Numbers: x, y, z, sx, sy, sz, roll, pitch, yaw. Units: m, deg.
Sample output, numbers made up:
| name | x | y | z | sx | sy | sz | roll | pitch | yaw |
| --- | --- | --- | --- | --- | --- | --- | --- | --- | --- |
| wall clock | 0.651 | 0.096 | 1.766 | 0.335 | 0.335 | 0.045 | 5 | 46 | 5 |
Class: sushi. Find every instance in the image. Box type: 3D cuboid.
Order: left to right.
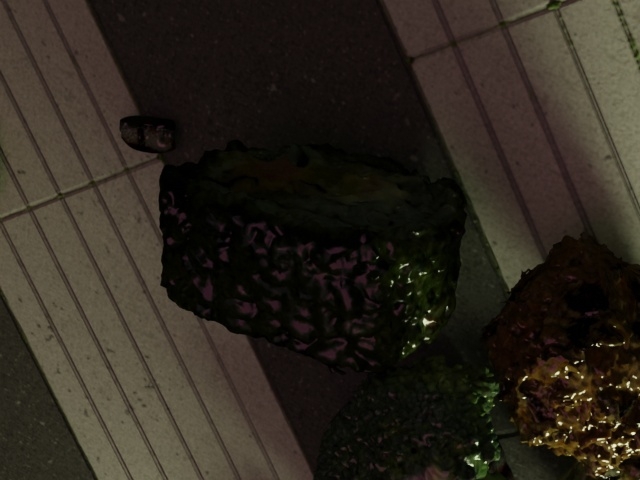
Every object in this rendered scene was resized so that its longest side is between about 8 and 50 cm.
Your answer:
| name | x | y | z | sx | sy | sz | roll | pitch | yaw |
| --- | --- | --- | --- | --- | --- | --- | --- | --- | --- |
| sushi | -0.231 | -0.138 | 1.868 | 0.083 | 0.044 | 0.046 | 10 | 116 | 27 |
| sushi | 0.000 | 0.000 | 1.655 | 0.352 | 0.294 | 0.178 | 16 | 116 | 20 |

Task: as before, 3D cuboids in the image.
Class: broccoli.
| name | x | y | z | sx | sy | sz | roll | pitch | yaw |
| --- | --- | --- | --- | --- | --- | --- | --- | --- | --- |
| broccoli | 0.138 | 0.251 | 1.605 | 0.302 | 0.249 | 0.375 | -3 | 156 | -5 |

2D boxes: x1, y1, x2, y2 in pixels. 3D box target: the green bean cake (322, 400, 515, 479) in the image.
| name | x | y | z | sx | sy | sz | roll | pitch | yaw |
| --- | --- | --- | --- | --- | --- | --- | --- | --- | --- |
| green bean cake | 0.127 | 0.296 | 1.842 | 0.232 | 0.097 | 0.198 | -11 | 107 | 32 |

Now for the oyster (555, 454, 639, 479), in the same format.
| name | x | y | z | sx | sy | sz | roll | pitch | yaw |
| --- | --- | --- | --- | --- | --- | --- | --- | --- | --- |
| oyster | 0.344 | 0.308 | 1.709 | 0.107 | 0.161 | 0.233 | 40 | 112 | 45 |

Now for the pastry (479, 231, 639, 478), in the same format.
| name | x | y | z | sx | sy | sz | roll | pitch | yaw |
| --- | --- | --- | --- | --- | --- | --- | --- | --- | --- |
| pastry | 0.288 | 0.133 | 1.584 | 0.193 | 0.275 | 0.275 | -17 | 104 | 34 |
